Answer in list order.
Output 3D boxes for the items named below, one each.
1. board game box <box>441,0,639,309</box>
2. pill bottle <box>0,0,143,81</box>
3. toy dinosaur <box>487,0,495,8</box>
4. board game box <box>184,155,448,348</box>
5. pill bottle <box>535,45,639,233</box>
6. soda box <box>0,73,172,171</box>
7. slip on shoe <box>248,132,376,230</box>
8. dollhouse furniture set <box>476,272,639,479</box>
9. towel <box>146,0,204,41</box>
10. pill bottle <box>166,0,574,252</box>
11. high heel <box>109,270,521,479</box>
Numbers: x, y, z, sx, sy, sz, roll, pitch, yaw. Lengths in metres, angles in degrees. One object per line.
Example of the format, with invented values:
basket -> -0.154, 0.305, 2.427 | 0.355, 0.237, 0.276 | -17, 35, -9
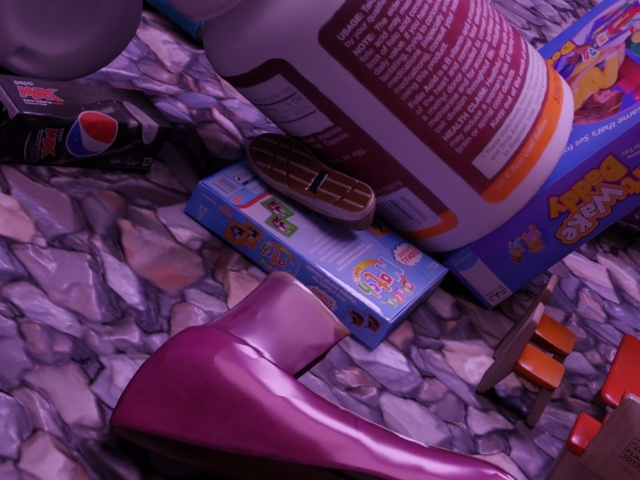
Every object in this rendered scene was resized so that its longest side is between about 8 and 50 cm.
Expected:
board game box -> 0.262, -0.115, 1.668 | 0.078, 0.347, 0.233 | 44, 19, -28
pill bottle -> -0.264, -0.288, 1.610 | 0.161, 0.161, 0.283 | 18, 29, -25
toy dinosaur -> 0.099, -0.344, 2.003 | 0.218, 0.322, 0.164 | 38, -3, -33
board game box -> 0.000, 0.000, 1.535 | 0.211, 0.039, 0.160 | 35, 26, 10
pill bottle -> 0.359, -0.101, 1.951 | 0.301, 0.169, 0.169 | 19, 29, -23
soda box -> -0.215, -0.101, 1.462 | 0.169, 0.053, 0.060 | 1, 39, -45
slip on shoe -> -0.008, -0.051, 1.530 | 0.135, 0.041, 0.051 | 26, 65, 20
dollhouse furniture set -> 0.279, 0.152, 1.463 | 0.262, 0.135, 0.259 | 34, 26, 4
towel -> -0.192, -0.352, 1.939 | 0.370, 0.040, 0.271 | 40, 26, 16
pill bottle -> 0.034, -0.187, 1.559 | 0.392, 0.224, 0.224 | 42, 21, -26
high heel -> 0.028, 0.202, 1.192 | 0.377, 0.127, 0.181 | 42, 56, 12
